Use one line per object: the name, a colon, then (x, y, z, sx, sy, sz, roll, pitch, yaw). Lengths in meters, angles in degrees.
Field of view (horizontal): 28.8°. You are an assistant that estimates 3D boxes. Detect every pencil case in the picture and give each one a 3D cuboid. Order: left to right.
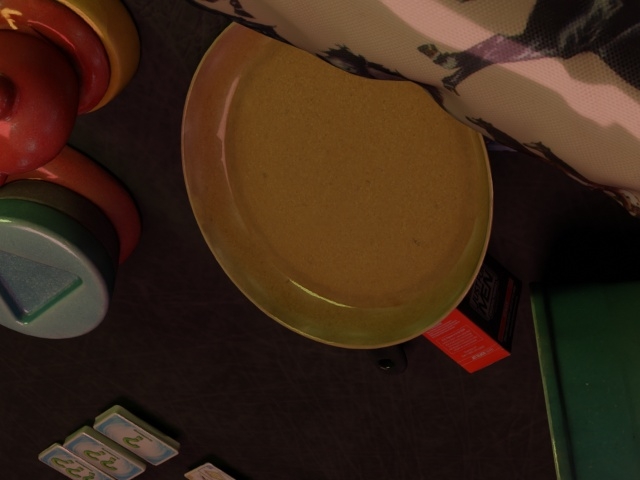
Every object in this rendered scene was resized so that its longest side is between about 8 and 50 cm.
pencil case: (0.077, -0.131, 0.644, 0.410, 0.160, 0.183, 24, -179, 1)

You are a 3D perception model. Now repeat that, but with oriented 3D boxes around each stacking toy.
stacking toy: (-0.276, -0.053, 0.901, 0.279, 0.130, 0.309, 11, 137, 8)

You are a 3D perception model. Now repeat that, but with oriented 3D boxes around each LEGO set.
LEGO set: (-0.155, 0.271, 1.255, 0.244, 0.060, 0.182, 36, 139, -19)

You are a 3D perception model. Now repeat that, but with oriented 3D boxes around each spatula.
spatula: (0.000, 0.000, 0.931, 0.084, 0.030, 0.296, -12, 129, 27)

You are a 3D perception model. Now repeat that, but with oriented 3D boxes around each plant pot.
plant pot: (0.011, -0.044, 0.816, 0.236, 0.032, 0.236, 12, 114, 30)
plant pot: (0.285, 0.145, 0.830, 0.255, 0.272, 0.272, -8, 133, 9)

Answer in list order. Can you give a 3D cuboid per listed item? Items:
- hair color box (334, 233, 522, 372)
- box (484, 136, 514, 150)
hair color box: (0.080, 0.024, 0.898, 0.141, 0.072, 0.043, 38, 134, -21)
box: (0.113, -0.114, 0.773, 0.093, 0.027, 0.137, 4, 136, 14)
